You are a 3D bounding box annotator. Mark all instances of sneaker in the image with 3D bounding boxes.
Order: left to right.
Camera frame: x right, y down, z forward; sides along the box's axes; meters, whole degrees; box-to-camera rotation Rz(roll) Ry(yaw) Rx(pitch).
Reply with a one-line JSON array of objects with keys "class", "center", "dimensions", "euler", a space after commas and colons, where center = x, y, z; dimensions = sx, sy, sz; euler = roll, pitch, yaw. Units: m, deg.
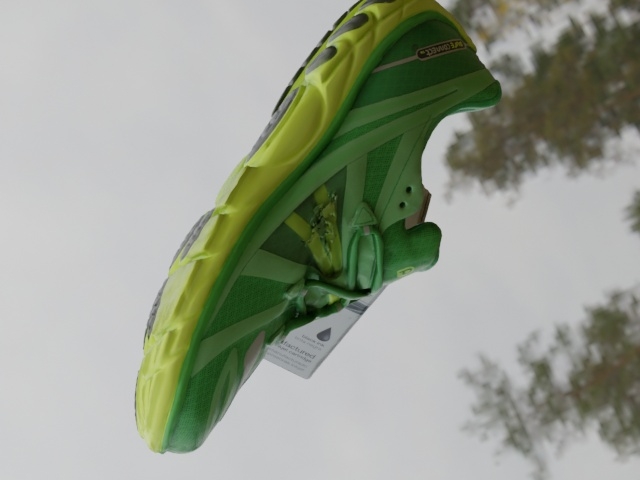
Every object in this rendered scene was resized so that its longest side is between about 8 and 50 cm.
[{"class": "sneaker", "center": [0.000, 0.000, 0.841], "dimensions": [0.123, 0.295, 0.109], "euler": [35, 176, -8]}]

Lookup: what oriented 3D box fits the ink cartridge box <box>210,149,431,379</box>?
[{"class": "ink cartridge box", "center": [-0.022, 0.008, 1.318], "dimensions": [0.153, 0.208, 0.087], "euler": [27, -134, -9]}]
